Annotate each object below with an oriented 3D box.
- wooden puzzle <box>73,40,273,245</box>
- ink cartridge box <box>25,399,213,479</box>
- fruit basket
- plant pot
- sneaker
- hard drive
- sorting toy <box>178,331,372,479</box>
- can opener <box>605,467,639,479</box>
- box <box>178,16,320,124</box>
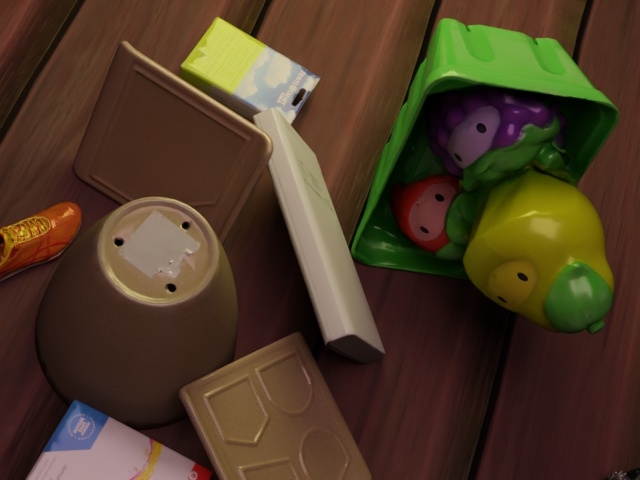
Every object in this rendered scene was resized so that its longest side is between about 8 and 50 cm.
[{"bbox_3d":[-0.193,-0.112,1.266,0.239,0.221,0.044,35,37,4],"label":"wooden puzzle"},{"bbox_3d":[-0.219,0.302,1.140,0.231,0.078,0.134,28,63,-3],"label":"ink cartridge box"},{"bbox_3d":[0.218,-0.044,1.253,0.283,0.392,0.391,8,65,-12],"label":"fruit basket"},{"bbox_3d":[-0.203,0.063,1.142,0.257,0.274,0.256,6,65,-12],"label":"plant pot"},{"bbox_3d":[-0.375,0.003,1.238,0.175,0.067,0.064,-37,78,-28],"label":"sneaker"},{"bbox_3d":[0.000,0.000,1.273,0.040,0.203,0.307,-22,71,10],"label":"hard drive"},{"bbox_3d":[-0.031,0.281,1.178,0.229,0.041,0.307,-21,83,-49],"label":"sorting toy"},{"bbox_3d":[0.373,0.365,1.285,0.186,0.059,0.073,-32,79,-26],"label":"can opener"},{"bbox_3d":[-0.103,-0.238,1.434,0.178,0.042,0.109,30,63,-1],"label":"box"}]
